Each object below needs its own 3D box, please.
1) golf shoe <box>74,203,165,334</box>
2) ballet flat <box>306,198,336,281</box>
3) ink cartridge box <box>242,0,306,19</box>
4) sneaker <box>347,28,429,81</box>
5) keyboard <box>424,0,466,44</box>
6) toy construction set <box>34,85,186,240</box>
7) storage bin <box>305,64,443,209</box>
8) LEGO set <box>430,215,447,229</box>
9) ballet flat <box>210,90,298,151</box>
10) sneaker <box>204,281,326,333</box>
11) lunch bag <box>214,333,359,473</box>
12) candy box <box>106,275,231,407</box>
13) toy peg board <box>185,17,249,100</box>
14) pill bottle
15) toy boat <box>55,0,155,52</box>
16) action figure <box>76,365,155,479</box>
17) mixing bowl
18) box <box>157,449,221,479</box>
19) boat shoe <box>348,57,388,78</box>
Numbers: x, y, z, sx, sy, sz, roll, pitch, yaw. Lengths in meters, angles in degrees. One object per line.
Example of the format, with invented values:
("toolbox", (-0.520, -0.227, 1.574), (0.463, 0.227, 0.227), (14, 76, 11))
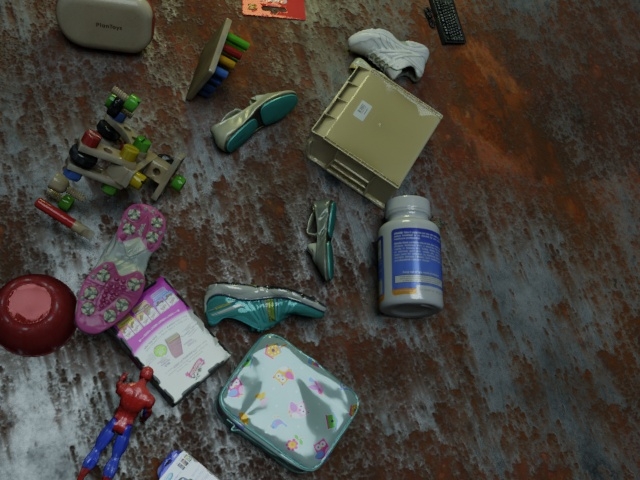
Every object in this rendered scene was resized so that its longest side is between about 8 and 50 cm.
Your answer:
("golf shoe", (-0.428, 0.071, 1.544), (0.115, 0.140, 0.306), (32, 60, -15))
("ballet flat", (0.000, 0.000, 1.743), (0.068, 0.072, 0.213), (-2, 68, 13))
("ink cartridge box", (-0.128, -0.714, 1.970), (0.181, 0.056, 0.224), (0, 69, -16))
("sneaker", (0.182, -0.492, 1.957), (0.232, 0.090, 0.115), (12, 71, -10))
("keyboard", (0.354, -0.646, 2.097), (0.108, 0.023, 0.180), (-7, 72, -18))
("toy construction set", (-0.435, -0.136, 1.597), (0.237, 0.257, 0.308), (36, 85, -14))
("storage bin", (0.132, -0.267, 1.840), (0.260, 0.123, 0.262), (34, 65, -1))
("LEGO set", (0.281, -0.037, 1.854), (0.083, 0.023, 0.054), (13, 64, 3))
("ballet flat", (-0.169, -0.313, 1.799), (0.248, 0.086, 0.086), (-38, 84, -23))
("sneaker", (-0.125, 0.155, 1.639), (0.276, 0.107, 0.109), (5, 88, -9))
("lunch bag", (-0.080, 0.352, 1.557), (0.279, 0.108, 0.224), (36, 68, 0))
("candy box", (-0.328, 0.216, 1.557), (0.159, 0.071, 0.233), (-39, 83, -25))
("toy peg board", (-0.246, -0.427, 1.778), (0.079, 0.161, 0.160), (23, 65, -23))
("pill bottle", (0.213, 0.037, 1.732), (0.153, 0.152, 0.271), (7, 69, -13))
("toy boat", (-0.521, -0.556, 1.770), (0.231, 0.151, 0.151), (5, 39, -15))
("action figure", (-0.408, 0.377, 1.475), (0.092, 0.139, 0.280), (27, 88, -8))
("mixing bowl", (-0.594, 0.140, 1.496), (0.182, 0.098, 0.181), (6, 68, -14))
("box", (-0.269, 0.496, 1.495), (0.136, 0.028, 0.081), (39, 65, 3))
("boat shoe", (0.134, -0.433, 1.944), (0.135, 0.050, 0.045), (37, 68, 11))
